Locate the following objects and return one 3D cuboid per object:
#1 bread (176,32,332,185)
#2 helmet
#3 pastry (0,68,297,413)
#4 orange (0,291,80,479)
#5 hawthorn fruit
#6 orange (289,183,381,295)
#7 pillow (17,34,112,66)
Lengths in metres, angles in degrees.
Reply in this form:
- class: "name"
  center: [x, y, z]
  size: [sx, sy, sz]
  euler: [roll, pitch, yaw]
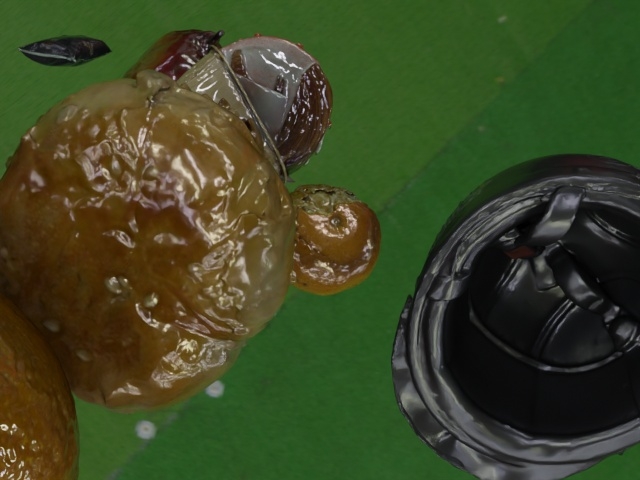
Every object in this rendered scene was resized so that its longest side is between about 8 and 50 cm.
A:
- class: "bread"
  center: [-0.089, -0.183, 1.734]
  size: [0.212, 0.142, 0.224]
  euler: [-29, 84, -9]
- class: "helmet"
  center: [0.185, 0.048, 0.976]
  size: [0.230, 0.160, 0.279]
  euler: [32, 117, -7]
- class: "pastry"
  center: [-0.157, -0.004, 1.143]
  size: [0.284, 0.184, 0.315]
  euler: [29, 112, 8]
- class: "orange"
  center: [-0.373, 0.147, 0.984]
  size: [0.357, 0.322, 0.322]
  euler: [41, 69, 15]
- class: "hawthorn fruit"
  center: [-0.213, -0.235, 1.961]
  size: [0.208, 0.208, 0.248]
  euler: [24, 111, -23]
- class: "orange"
  center: [0.000, 0.000, 1.590]
  size: [0.157, 0.134, 0.156]
  euler: [13, 55, -20]
- class: "pillow"
  center: [-0.389, -0.290, 1.875]
  size: [0.090, 0.150, 0.048]
  euler: [-4, 103, 13]
